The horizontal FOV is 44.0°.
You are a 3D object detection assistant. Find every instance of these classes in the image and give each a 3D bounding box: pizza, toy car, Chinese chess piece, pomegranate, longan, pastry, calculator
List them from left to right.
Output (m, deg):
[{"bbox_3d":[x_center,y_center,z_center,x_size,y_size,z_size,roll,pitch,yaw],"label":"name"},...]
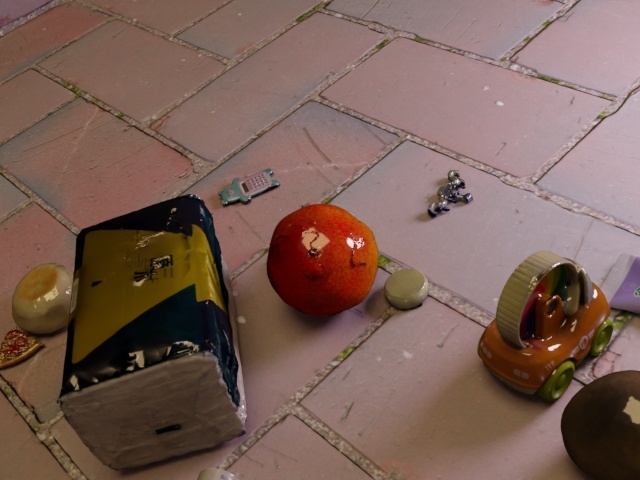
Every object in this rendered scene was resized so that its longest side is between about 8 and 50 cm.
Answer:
[{"bbox_3d":[-0.620,0.220,1.589,0.100,0.029,0.099,19,54,34],"label":"pizza"},{"bbox_3d":[-0.565,0.119,1.635,0.156,0.092,0.156,-14,42,13],"label":"pastry"},{"bbox_3d":[-0.165,-0.120,1.806,0.141,0.019,0.094,-24,45,-7],"label":"calculator"},{"bbox_3d":[0.011,0.033,1.453,0.210,0.210,0.235,15,19,31],"label":"pomegranate"},{"bbox_3d":[0.159,0.089,1.464,0.084,0.034,0.084,-11,40,9],"label":"Chinese chess piece"},{"bbox_3d":[0.352,0.109,1.242,0.235,0.235,0.145,-39,46,-22],"label":"toy car"},{"bbox_3d":[0.432,0.265,1.100,0.187,0.167,0.167,-16,37,34],"label":"longan"}]

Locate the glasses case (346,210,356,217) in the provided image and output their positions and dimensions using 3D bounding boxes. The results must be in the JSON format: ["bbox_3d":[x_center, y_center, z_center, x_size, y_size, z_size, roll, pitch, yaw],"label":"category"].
[{"bbox_3d":[0.000,0.000,1.602,0.178,0.045,0.067,-39,46,-21],"label":"glasses case"}]

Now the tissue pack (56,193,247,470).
[{"bbox_3d":[-0.286,0.146,1.391,0.264,0.253,0.417,-16,40,2],"label":"tissue pack"}]

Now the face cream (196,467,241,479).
[{"bbox_3d":[-0.185,0.461,1.151,0.077,0.077,0.250,1,43,19],"label":"face cream"}]

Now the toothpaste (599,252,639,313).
[{"bbox_3d":[0.639,0.107,1.269,0.371,0.080,0.125,16,55,41],"label":"toothpaste"}]

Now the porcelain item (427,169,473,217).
[{"bbox_3d":[0.278,-0.092,1.627,0.075,0.021,0.136,15,51,25],"label":"porcelain item"}]
